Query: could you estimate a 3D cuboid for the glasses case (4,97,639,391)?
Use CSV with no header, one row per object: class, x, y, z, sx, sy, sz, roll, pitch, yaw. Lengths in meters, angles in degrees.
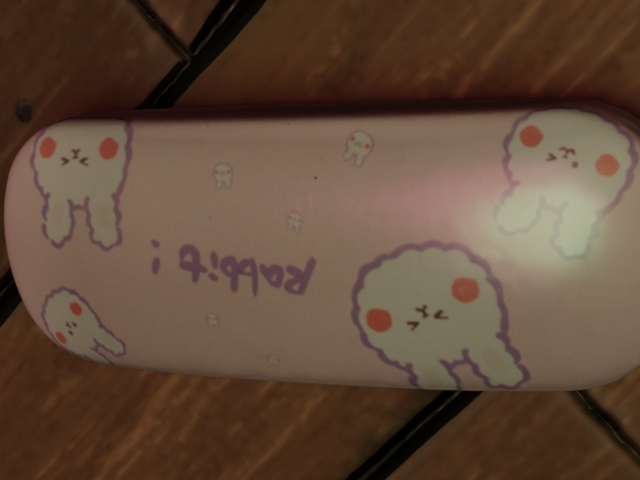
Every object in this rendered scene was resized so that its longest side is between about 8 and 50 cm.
glasses case,0.000,0.000,0.558,0.297,0.075,0.113,1,105,24
